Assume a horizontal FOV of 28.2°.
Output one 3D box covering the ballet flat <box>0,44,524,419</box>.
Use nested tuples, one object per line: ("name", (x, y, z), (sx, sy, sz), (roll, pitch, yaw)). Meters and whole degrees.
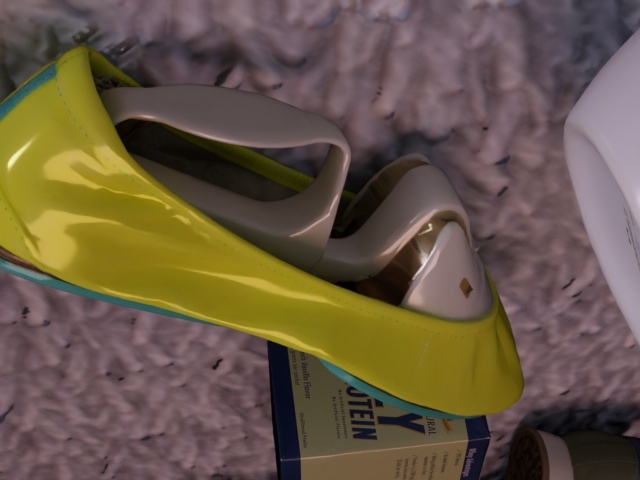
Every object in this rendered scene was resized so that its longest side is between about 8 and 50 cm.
("ballet flat", (0.000, 0.000, 0.410), (0.231, 0.077, 0.077), (21, 120, -33))

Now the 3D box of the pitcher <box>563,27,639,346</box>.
("pitcher", (0.170, -0.054, 0.337), (0.207, 0.125, 0.178), (-22, 124, 2))

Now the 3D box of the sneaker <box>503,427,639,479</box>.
("sneaker", (0.134, 0.157, 0.668), (0.086, 0.064, 0.192), (-1, 144, -6))

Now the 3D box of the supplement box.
("supplement box", (0.022, 0.081, 0.541), (0.083, 0.056, 0.083), (-5, 146, -4))
